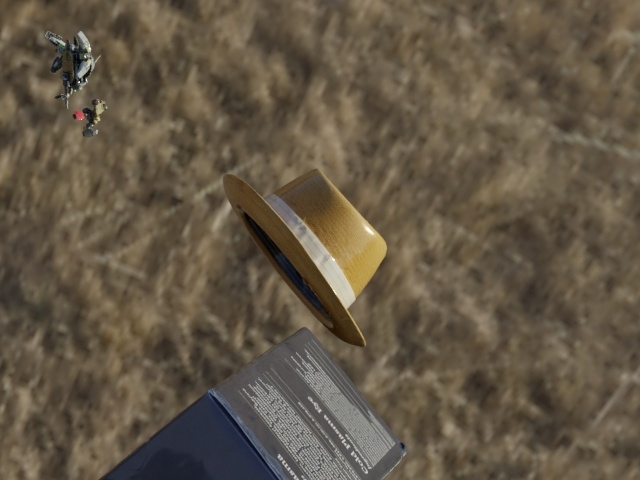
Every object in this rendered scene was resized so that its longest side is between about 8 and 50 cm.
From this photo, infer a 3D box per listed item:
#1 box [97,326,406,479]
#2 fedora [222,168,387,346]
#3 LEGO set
[{"bbox_3d":[-0.125,0.277,1.781,0.179,0.343,0.312,51,17,3],"label":"box"},{"bbox_3d":[0.000,0.000,1.485,0.079,0.194,0.194,-39,67,-7],"label":"fedora"},{"bbox_3d":[-0.150,-0.103,1.143,0.023,0.054,0.083,-7,69,-31],"label":"LEGO set"}]
